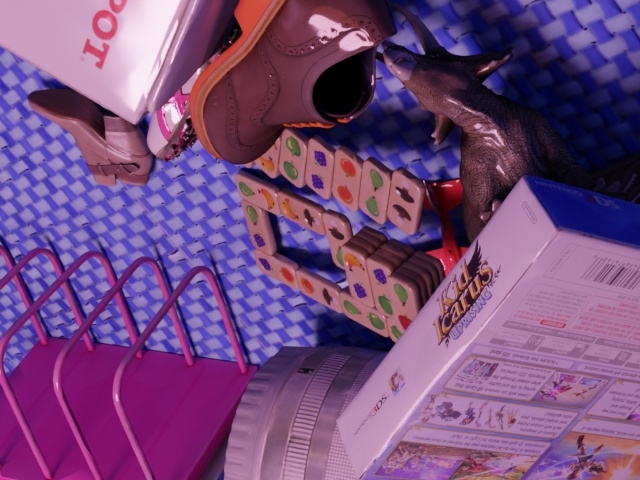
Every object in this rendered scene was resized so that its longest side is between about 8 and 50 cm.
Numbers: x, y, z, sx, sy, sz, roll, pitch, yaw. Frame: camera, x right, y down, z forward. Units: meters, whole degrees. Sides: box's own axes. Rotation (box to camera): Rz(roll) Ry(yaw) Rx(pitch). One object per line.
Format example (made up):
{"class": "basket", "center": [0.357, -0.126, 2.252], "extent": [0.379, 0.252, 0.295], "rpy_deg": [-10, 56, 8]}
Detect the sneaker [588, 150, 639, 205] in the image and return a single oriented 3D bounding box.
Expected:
{"class": "sneaker", "center": [0.225, -0.018, 0.902], "extent": [0.066, 0.071, 0.188], "rpy_deg": [39, 136, -8]}

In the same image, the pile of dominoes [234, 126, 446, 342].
{"class": "pile of dominoes", "center": [0.000, 0.000, 1.008], "extent": [0.251, 0.040, 0.196], "rpy_deg": [25, 141, 41]}

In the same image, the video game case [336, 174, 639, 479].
{"class": "video game case", "center": [0.184, 0.084, 0.861], "extent": [0.269, 0.061, 0.244], "rpy_deg": [12, 126, -32]}

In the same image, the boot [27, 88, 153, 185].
{"class": "boot", "center": [-0.211, -0.091, 1.113], "extent": [0.118, 0.042, 0.087], "rpy_deg": [15, 137, 18]}

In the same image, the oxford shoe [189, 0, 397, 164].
{"class": "oxford shoe", "center": [-0.023, -0.109, 0.869], "extent": [0.098, 0.097, 0.271], "rpy_deg": [52, 154, 8]}

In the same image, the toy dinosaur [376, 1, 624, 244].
{"class": "toy dinosaur", "center": [0.148, -0.030, 0.904], "extent": [0.121, 0.160, 0.314], "rpy_deg": [-23, 131, 4]}

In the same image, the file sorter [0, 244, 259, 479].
{"class": "file sorter", "center": [-0.249, 0.125, 1.214], "extent": [0.290, 0.202, 0.182], "rpy_deg": [5, 129, 27]}

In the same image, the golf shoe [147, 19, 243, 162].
{"class": "golf shoe", "center": [-0.112, -0.148, 0.988], "extent": [0.086, 0.067, 0.186], "rpy_deg": [34, 128, 8]}

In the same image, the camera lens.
{"class": "camera lens", "center": [0.079, 0.214, 1.088], "extent": [0.274, 0.219, 0.219], "rpy_deg": [5, 131, 26]}

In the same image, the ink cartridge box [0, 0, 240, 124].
{"class": "ink cartridge box", "center": [-0.205, -0.307, 0.786], "extent": [0.394, 0.166, 0.285], "rpy_deg": [31, 125, 2]}

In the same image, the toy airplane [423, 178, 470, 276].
{"class": "toy airplane", "center": [0.109, 0.003, 1.020], "extent": [0.151, 0.028, 0.151], "rpy_deg": [12, 131, 14]}

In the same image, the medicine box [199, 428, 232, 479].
{"class": "medicine box", "center": [-0.068, 0.351, 1.267], "extent": [0.149, 0.263, 0.289], "rpy_deg": [-18, 118, 40]}
